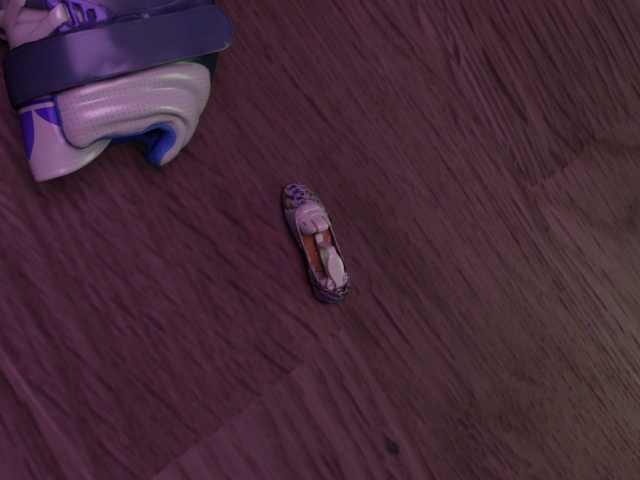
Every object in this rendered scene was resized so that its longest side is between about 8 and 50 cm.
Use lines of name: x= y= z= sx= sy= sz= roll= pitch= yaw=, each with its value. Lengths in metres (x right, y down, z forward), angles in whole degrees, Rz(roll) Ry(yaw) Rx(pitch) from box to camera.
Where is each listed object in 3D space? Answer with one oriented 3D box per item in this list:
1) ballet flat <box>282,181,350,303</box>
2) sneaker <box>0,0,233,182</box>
ballet flat: x=0.000 y=0.000 z=0.722 sx=0.041 sy=0.041 sz=0.114 roll=-20 pitch=90 yaw=-22
sneaker: x=-0.218 y=-0.167 z=0.586 sx=0.322 sy=0.130 sz=0.236 roll=12 pitch=77 yaw=-37
